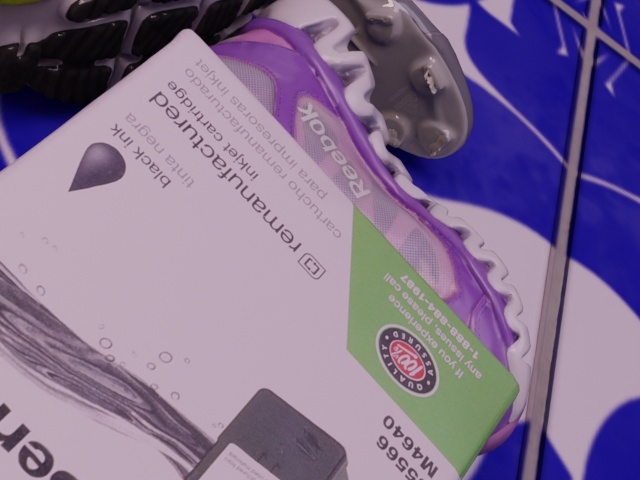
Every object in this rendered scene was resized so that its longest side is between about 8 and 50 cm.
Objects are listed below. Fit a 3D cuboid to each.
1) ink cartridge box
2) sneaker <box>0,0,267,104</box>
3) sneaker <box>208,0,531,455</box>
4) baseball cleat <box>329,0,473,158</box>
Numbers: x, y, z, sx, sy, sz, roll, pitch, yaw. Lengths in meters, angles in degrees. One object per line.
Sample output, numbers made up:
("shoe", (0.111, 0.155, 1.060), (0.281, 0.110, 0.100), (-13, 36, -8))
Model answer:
("ink cartridge box", (-0.078, 0.080, 0.501), (0.198, 0.115, 0.273), (47, 44, -5))
("sneaker", (-0.130, -0.131, 0.610), (0.279, 0.107, 0.118), (-9, 58, -46))
("sneaker", (0.000, 0.000, 0.642), (0.105, 0.095, 0.236), (-18, 70, -39))
("baseball cleat", (0.016, -0.139, 0.754), (0.206, 0.072, 0.109), (48, 37, -9))
